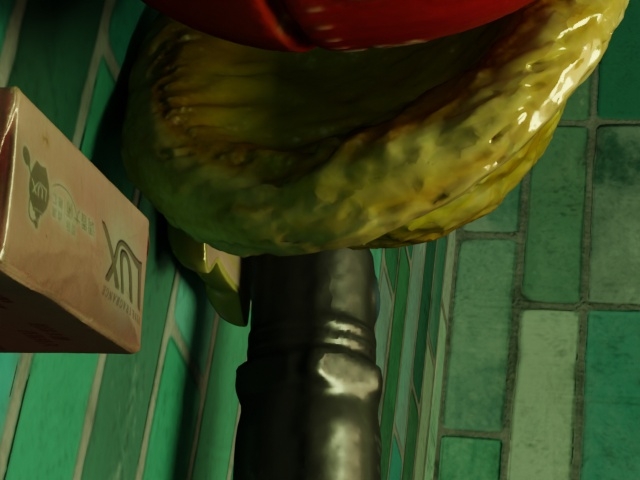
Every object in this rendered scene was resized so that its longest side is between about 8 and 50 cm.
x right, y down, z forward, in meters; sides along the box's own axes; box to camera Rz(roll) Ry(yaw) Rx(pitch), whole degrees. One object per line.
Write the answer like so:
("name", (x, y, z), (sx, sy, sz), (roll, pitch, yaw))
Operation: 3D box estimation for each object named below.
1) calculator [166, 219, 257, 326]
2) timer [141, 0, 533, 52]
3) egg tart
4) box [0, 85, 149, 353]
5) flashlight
("calculator", (-0.066, -0.072, 1.054), (0.157, 0.033, 0.236), (63, 28, -65))
("timer", (-0.002, -0.269, 0.694), (0.378, 0.279, 0.377), (-3, 90, -77))
("egg tart", (0.042, -0.096, 0.885), (0.128, 0.319, 0.319), (55, 34, -39))
("box", (-0.129, -0.002, 0.547), (0.156, 0.111, 0.060), (57, 36, -73))
("flashlight", (0.000, 0.000, 1.063), (0.103, 0.103, 0.423), (66, 25, -65))
